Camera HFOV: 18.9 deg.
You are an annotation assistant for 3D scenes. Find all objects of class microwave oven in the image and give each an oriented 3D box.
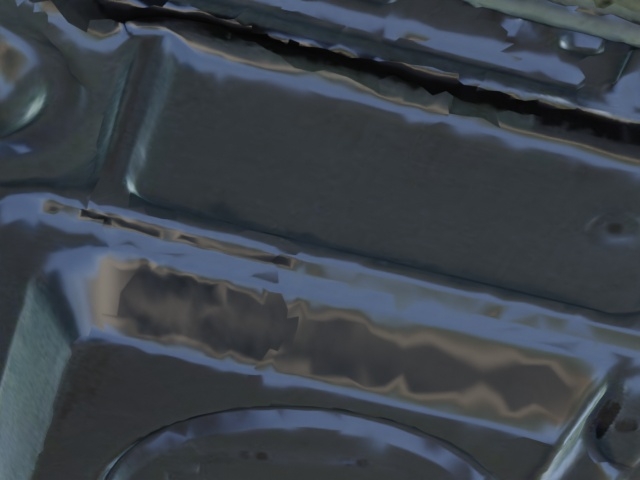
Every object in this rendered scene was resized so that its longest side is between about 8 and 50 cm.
[{"bbox_3d":[0.000,0.000,0.579,0.333,0.394,0.247,11,-131,-10],"label":"microwave oven"}]
